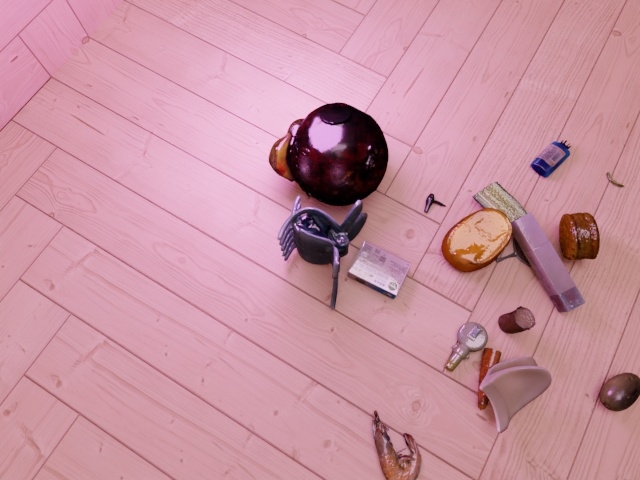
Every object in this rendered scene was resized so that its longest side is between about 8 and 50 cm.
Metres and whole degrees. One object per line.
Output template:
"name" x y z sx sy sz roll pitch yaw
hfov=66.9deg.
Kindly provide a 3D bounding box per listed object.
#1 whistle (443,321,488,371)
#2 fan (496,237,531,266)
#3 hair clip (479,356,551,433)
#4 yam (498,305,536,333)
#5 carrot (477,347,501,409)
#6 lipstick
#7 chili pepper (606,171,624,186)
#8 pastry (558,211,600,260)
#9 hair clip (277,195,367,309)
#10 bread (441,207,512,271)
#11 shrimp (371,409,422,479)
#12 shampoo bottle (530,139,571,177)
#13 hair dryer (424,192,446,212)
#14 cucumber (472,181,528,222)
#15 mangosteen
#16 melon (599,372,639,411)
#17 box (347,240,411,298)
"whistle" 0.505 0.372 1.699 0.104 0.057 0.198 38 76 23
"fan" 0.766 0.043 1.844 0.220 0.009 0.132 -19 69 -8
"hair clip" 0.646 0.485 1.620 0.282 0.113 0.172 -25 94 -14
"yam" 0.687 0.283 1.699 0.084 0.127 0.084 2 70 -5
"carrot" 0.572 0.478 1.665 0.061 0.061 0.209 17 74 5
"lipstick" 0.819 0.079 1.767 0.080 0.076 0.371 -27 82 -6
"chili pepper" 1.179 -0.241 1.944 0.030 0.017 0.083 -33 73 -13
"pastry" 0.944 -0.014 1.773 0.103 0.189 0.188 -5 70 12
"hair clip" 0.000 0.000 1.697 0.238 0.318 0.392 19 73 9
"bread" 0.577 -0.003 1.784 0.270 0.142 0.195 -38 75 -1
"shrimp" 0.246 0.678 1.599 0.143 0.052 0.251 -17 79 -17
"shampoo bottle" 0.938 -0.338 1.958 0.183 0.050 0.087 -42 73 -13
"hair dryer" 0.451 -0.137 1.899 0.083 0.031 0.079 20 82 -2
"cucumber" 0.707 -0.112 1.869 0.115 0.063 0.244 -41 78 -6
"mangosteen" 0.038 -0.323 1.774 0.421 0.381 0.381 24 72 13
"melon" 1.015 0.508 1.636 0.162 0.099 0.099 -33 74 -17
"box" 0.216 0.109 1.782 0.194 0.073 0.139 26 72 8
